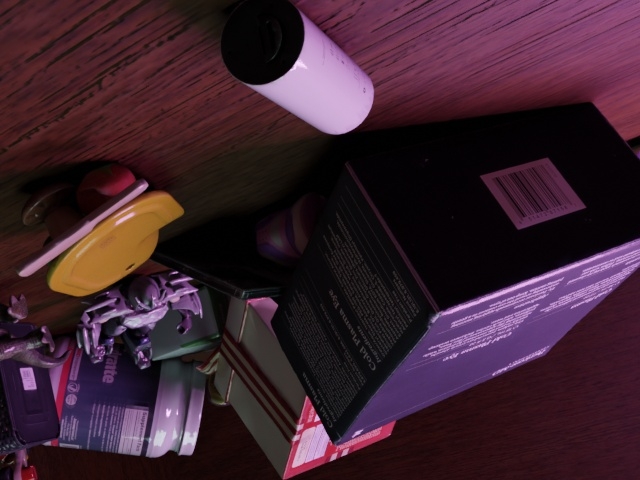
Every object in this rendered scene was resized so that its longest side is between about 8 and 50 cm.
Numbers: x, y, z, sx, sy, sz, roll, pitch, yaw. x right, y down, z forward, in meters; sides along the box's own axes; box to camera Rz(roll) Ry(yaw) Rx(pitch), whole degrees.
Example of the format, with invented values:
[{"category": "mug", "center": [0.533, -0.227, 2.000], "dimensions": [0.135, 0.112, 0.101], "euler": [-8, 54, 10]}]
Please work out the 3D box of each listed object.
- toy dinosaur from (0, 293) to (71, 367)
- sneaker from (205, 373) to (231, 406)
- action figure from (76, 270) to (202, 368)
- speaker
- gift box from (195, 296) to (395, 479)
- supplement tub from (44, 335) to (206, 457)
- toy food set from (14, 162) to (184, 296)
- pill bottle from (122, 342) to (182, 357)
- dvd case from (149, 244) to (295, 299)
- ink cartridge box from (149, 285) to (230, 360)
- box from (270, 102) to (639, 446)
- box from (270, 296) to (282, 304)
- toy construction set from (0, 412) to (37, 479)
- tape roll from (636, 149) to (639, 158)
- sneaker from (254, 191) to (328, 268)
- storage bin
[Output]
[{"category": "toy dinosaur", "center": [-0.424, 0.110, 0.945], "dimensions": [0.160, 0.121, 0.313], "euler": [-7, 178, 22]}, {"category": "sneaker", "center": [-0.168, 0.262, 1.413], "dimensions": [0.069, 0.084, 0.185], "euler": [22, -164, 0]}, {"category": "action figure", "center": [-0.273, 0.118, 1.177], "dimensions": [0.185, 0.099, 0.285], "euler": [-5, 162, -26]}, {"category": "speaker", "center": [-0.010, -0.109, 0.514], "dimensions": [0.055, 0.055, 0.136], "euler": [-20, 169, 18]}, {"category": "gift box", "center": [-0.031, 0.179, 1.260], "dimensions": [0.276, 0.258, 0.255], "euler": [-7, 129, -36]}, {"category": "supplement tub", "center": [-0.351, 0.279, 1.414], "dimensions": [0.272, 0.191, 0.191], "euler": [10, 163, -12]}, {"category": "toy food set", "center": [-0.195, -0.020, 0.692], "dimensions": [0.128, 0.071, 0.218], "euler": [-39, 173, -6]}, {"category": "pill bottle", "center": [-0.323, 0.204, 1.557], "dimensions": [0.152, 0.086, 0.086], "euler": [-25, 166, 41]}, {"category": "dvd case", "center": [-0.079, 0.035, 1.011], "dimensions": [0.164, 0.018, 0.221], "euler": [19, -167, 36]}, {"category": "ink cartridge box", "center": [-0.185, 0.139, 1.413], "dimensions": [0.154, 0.093, 0.212], "euler": [-22, 170, 27]}, {"category": "box", "center": [0.158, 0.039, 0.895], "dimensions": [0.343, 0.179, 0.313], "euler": [-16, 152, -29]}, {"category": "box", "center": [0.035, 0.050, 1.152], "dimensions": [0.220, 0.051, 0.175], "euler": [-10, -156, -28]}, {"category": "toy construction set", "center": [-0.655, 0.371, 1.730], "dimensions": [0.308, 0.257, 0.237], "euler": [-38, -171, -4]}, {"category": "tape roll", "center": [0.535, -0.073, 1.133], "dimensions": [0.188, 0.189, 0.080], "euler": [-20, 169, 19]}, {"category": "sneaker", "center": [0.000, 0.000, 1.008], "dimensions": [0.104, 0.095, 0.236], "euler": [-16, 165, 28]}, {"category": "storage bin", "center": [-0.460, 0.217, 1.168], "dimensions": [0.084, 0.180, 0.122], "euler": [-17, 169, 9]}]
